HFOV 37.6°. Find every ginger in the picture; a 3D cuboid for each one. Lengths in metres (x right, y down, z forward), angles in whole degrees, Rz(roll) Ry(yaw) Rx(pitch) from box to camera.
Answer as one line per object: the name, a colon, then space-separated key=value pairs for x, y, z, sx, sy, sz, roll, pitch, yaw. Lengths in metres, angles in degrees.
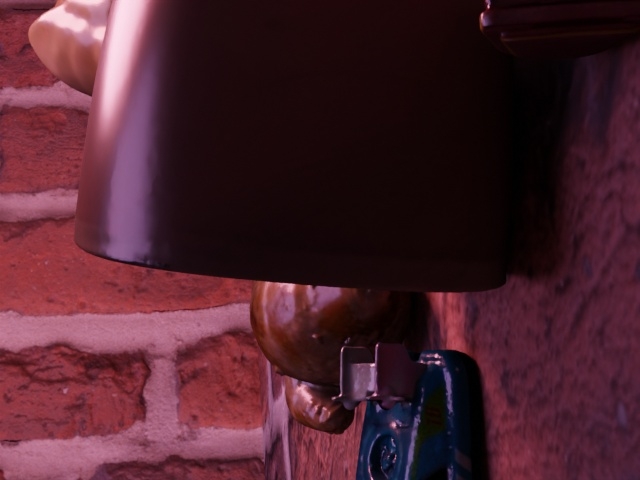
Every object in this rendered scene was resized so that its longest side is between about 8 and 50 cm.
ginger: x=0.000 y=0.000 z=0.919 sx=0.256 sy=0.176 sz=0.375 roll=164 pitch=105 yaw=-64

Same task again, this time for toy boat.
toy boat: x=0.055 y=0.232 z=0.725 sx=0.134 sy=0.092 sz=0.299 roll=161 pitch=114 yaw=-63

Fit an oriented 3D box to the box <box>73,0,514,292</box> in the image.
box: x=-0.008 y=-0.090 z=0.632 sx=0.301 sy=0.301 sz=0.216 roll=-144 pitch=61 yaw=-79

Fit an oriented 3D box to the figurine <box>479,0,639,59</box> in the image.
figurine: x=0.120 y=-0.169 z=0.477 sx=0.098 sy=0.082 sz=0.154 roll=21 pitch=-113 yaw=-79

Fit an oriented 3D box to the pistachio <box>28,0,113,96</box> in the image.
pistachio: x=-0.135 y=-0.247 z=1.054 sx=0.445 sy=0.365 sz=0.281 roll=157 pitch=113 yaw=-81
